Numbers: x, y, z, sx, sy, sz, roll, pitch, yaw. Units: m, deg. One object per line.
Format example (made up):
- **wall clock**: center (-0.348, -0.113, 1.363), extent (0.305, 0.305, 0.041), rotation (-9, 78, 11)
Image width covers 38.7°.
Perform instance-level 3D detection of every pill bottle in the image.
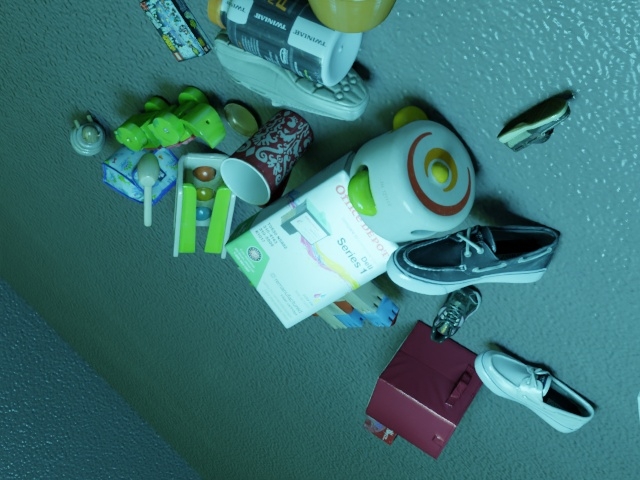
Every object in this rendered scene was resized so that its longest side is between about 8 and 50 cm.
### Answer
- **pill bottle**: center (-0.064, -0.356, 1.499), extent (0.246, 0.130, 0.130), rotation (27, 146, 18)

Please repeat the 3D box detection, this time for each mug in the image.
- **mug**: center (-0.101, -0.155, 1.750), extent (0.113, 0.169, 0.150), rotation (35, 148, 6)

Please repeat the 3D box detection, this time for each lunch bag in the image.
- **lunch bag**: center (-0.402, -0.158, 2.087), extent (0.151, 0.129, 0.096), rotation (33, 148, 11)

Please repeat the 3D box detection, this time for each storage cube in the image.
- **storage cube**: center (0.235, 0.330, 2.006), extent (0.193, 0.183, 0.215), rotation (32, 147, 13)

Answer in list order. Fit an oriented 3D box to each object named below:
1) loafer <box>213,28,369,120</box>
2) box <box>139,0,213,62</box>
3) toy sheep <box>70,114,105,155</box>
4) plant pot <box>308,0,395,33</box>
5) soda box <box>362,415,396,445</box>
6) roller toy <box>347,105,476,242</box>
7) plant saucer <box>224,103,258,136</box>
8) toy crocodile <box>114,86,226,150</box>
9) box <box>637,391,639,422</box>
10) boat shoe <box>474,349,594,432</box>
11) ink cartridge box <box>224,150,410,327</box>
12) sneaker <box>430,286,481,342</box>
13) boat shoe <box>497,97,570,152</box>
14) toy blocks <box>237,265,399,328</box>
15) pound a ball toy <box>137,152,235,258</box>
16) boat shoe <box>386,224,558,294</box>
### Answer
- **loafer**: center (-0.049, -0.285, 1.603), extent (0.319, 0.112, 0.111), rotation (32, 153, 25)
- **box**: center (-0.275, -0.410, 1.740), extent (0.094, 0.027, 0.137), rotation (-2, 130, 47)
- **toy sheep**: center (-0.557, -0.245, 2.179), extent (0.091, 0.091, 0.132), rotation (43, 162, -6)
- **plant pot**: center (0.045, -0.400, 1.294), extent (0.205, 0.205, 0.188), rotation (32, 163, 11)
- **soda box**: center (0.181, 0.404, 2.245), extent (0.092, 0.083, 0.263), rotation (32, 148, 12)
- **roller toy**: center (0.161, -0.101, 1.537), extent (0.191, 0.209, 0.146), rotation (40, 148, -23)
- **plant saucer**: center (-0.157, -0.246, 1.837), extent (0.083, 0.015, 0.083), rotation (26, 146, 19)
- **toy crocodile**: center (-0.322, -0.238, 1.918), extent (0.341, 0.115, 0.105), rotation (-3, 130, 46)
- **box**: center (0.693, 0.347, 1.582), extent (0.215, 0.168, 0.345), rotation (13, 139, 35)
- **boat shoe**: center (0.440, 0.294, 1.857), extent (0.258, 0.095, 0.084), rotation (30, 144, -5)
- **ink cartridge box**: center (0.000, 0.000, 1.668), extent (0.278, 0.117, 0.201), rotation (-32, 102, 21)
- **sneaker**: center (0.270, 0.156, 1.852), extent (0.072, 0.077, 0.178), rotation (29, 146, 13)
- **boat shoe**: center (0.336, -0.175, 1.402), extent (0.049, 0.056, 0.152), rotation (42, 158, -13)
- **toy blocks**: center (0.007, 0.089, 1.968), extent (0.261, 0.190, 0.381), rotation (42, 152, -26)
- **pound a ball toy**: center (-0.299, -0.095, 2.024), extent (0.208, 0.135, 0.319), rotation (2, 147, -9)
- **boat shoe**: center (0.262, 0.020, 1.549), extent (0.301, 0.108, 0.102), rotation (-1, 140, -14)
